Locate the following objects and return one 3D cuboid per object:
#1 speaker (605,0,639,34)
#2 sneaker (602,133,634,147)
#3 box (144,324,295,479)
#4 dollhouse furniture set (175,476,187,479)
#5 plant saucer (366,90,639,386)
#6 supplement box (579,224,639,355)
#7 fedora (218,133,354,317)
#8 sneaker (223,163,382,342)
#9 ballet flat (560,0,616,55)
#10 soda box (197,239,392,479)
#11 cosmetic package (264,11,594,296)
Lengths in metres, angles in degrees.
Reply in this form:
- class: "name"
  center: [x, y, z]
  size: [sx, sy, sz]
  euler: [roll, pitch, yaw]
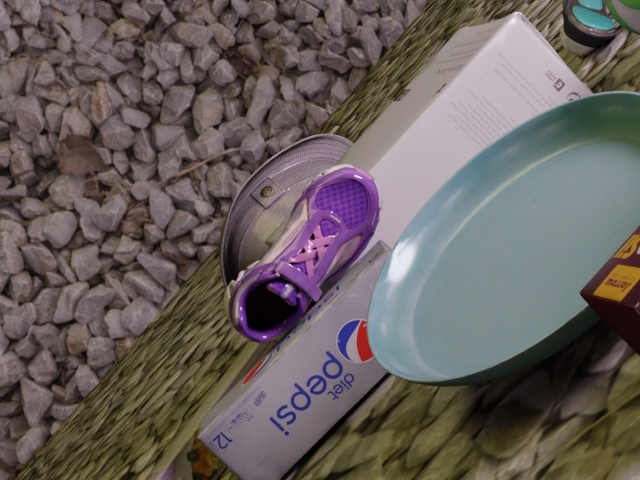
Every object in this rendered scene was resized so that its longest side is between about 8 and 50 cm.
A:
- class: "speaker"
  center: [0.411, -0.296, 1.424]
  size: [0.131, 0.131, 0.296]
  euler: [-49, 10, -15]
- class: "sneaker"
  center: [0.253, -0.036, 1.262]
  size: [0.188, 0.066, 0.071]
  euler: [-38, 28, 63]
- class: "box"
  center: [-0.122, 0.228, 1.740]
  size: [0.067, 0.063, 0.324]
  euler: [-32, 17, 51]
- class: "dollhouse furniture set"
  center: [-0.175, 0.331, 1.495]
  size: [0.151, 0.076, 0.058]
  euler: [-49, 10, -11]
- class: "plant saucer"
  center: [0.173, 0.004, 1.154]
  size: [0.318, 0.043, 0.317]
  euler: [-35, 25, 19]
- class: "supplement box"
  center: [0.275, -0.002, 0.909]
  size: [0.188, 0.081, 0.104]
  euler: [-47, 10, -5]
- class: "fedora"
  center: [0.000, 0.000, 1.839]
  size: [0.275, 0.243, 0.124]
  euler: [-35, 36, -17]
- class: "sneaker"
  center: [-0.019, 0.025, 1.485]
  size: [0.236, 0.095, 0.104]
  euler: [-51, 5, 13]
- class: "ballet flat"
  center: [0.355, -0.288, 1.852]
  size: [0.074, 0.074, 0.203]
  euler: [-42, 16, 24]
- class: "soda box"
  center: [0.001, 0.135, 1.476]
  size: [0.286, 0.098, 0.091]
  euler: [-46, 7, 3]
- class: "cosmetic package"
  center: [0.126, -0.080, 1.667]
  size: [0.385, 0.156, 0.217]
  euler: [-46, 11, -7]
